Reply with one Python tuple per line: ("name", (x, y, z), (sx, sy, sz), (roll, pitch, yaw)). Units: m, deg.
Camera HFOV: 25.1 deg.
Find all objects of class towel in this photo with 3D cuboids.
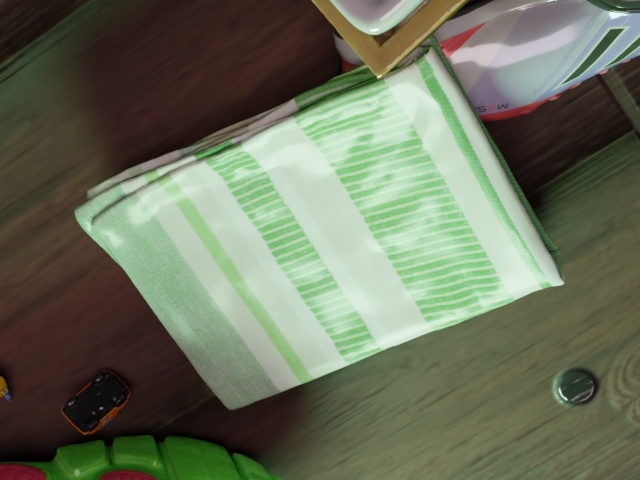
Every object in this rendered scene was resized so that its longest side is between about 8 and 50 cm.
("towel", (0.000, 0.000, 1.140), (0.325, 0.038, 0.248), (-23, 118, 22))

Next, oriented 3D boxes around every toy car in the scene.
("toy car", (-0.228, 0.130, 1.257), (0.122, 0.060, 0.040), (24, 154, 11))

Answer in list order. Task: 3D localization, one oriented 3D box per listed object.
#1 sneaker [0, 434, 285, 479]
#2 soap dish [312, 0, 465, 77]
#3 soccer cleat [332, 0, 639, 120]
("sneaker", (-0.211, 0.296, 1.253), (0.483, 0.185, 0.202), (0, 127, 6))
("soap dish", (0.044, -0.288, 0.997), (0.229, 0.118, 0.291), (-42, 73, 14))
("soccer cleat", (0.173, -0.154, 1.105), (0.318, 0.108, 0.116), (-10, 124, 7))
